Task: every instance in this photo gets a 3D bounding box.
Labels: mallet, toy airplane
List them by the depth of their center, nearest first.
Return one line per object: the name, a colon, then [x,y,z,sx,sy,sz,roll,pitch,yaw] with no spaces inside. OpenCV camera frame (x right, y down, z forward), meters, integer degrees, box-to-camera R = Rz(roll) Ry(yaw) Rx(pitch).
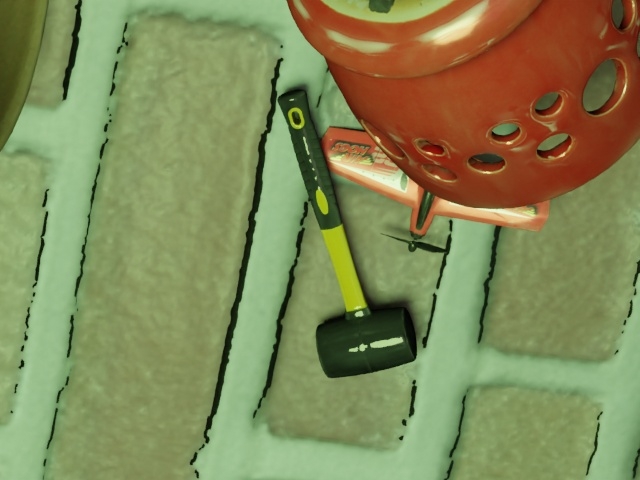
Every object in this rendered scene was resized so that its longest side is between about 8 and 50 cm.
toy airplane: [0.075,-0.063,1.215,0.151,0.028,0.151,2,106,8]
mallet: [0.000,0.000,1.222,0.062,0.039,0.189,-20,106,14]

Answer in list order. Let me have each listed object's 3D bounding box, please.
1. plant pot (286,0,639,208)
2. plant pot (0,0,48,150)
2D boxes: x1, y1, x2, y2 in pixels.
plant pot: [0.081,-0.135,1.079,0.191,0.191,0.174,-43,142,7]
plant pot: [-0.286,-0.169,1.038,0.229,0.263,0.263,6,108,10]
